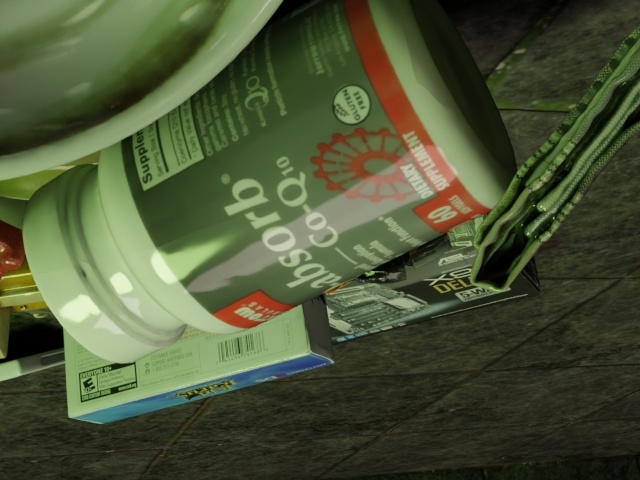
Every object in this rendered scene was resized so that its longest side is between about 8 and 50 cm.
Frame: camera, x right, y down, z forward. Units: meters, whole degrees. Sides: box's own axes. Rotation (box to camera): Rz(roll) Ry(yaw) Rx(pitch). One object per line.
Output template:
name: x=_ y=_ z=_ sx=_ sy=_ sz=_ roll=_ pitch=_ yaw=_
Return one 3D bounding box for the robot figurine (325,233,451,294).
robot figurine: x=0.000 y=0.000 z=1.235 sx=0.291 sy=0.085 sz=0.211 roll=-17 pitch=-159 yaw=3

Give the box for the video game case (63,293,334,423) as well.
video game case: x=-0.130 y=0.030 z=1.134 sx=0.269 sy=0.244 sz=0.061 roll=-17 pitch=158 yaw=22

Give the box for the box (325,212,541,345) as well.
box: x=0.101 y=0.040 z=1.476 sx=0.307 sy=0.076 sz=0.242 roll=-15 pitch=158 yaw=19

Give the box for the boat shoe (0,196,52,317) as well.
boat shoe: x=-0.320 y=0.020 z=1.228 sx=0.091 sy=0.109 sz=0.305 roll=-17 pitch=162 yaw=9

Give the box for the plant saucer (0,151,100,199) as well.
plant saucer: x=-0.228 y=-0.101 z=1.049 sx=0.241 sy=0.037 sz=0.241 roll=-8 pitch=158 yaw=-3

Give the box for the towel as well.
towel: x=0.218 y=-0.114 z=0.815 sx=0.312 sy=0.056 sz=0.324 roll=-52 pitch=173 yaw=16

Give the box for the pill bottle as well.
pill bottle: x=-0.045 y=-0.049 z=0.938 sx=0.363 sy=0.210 sz=0.210 roll=-27 pitch=153 yaw=19

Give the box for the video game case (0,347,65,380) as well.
video game case: x=-0.462 y=0.187 z=1.633 sx=0.227 sy=0.026 sz=0.206 roll=-16 pitch=177 yaw=18

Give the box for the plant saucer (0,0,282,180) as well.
plant saucer: x=-0.173 y=-0.209 z=0.581 sx=0.400 sy=0.100 sz=0.400 roll=-22 pitch=141 yaw=-20

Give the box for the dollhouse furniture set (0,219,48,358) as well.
dollhouse furniture set: x=-0.397 y=0.000 z=1.008 sx=0.374 sy=0.152 sz=0.201 roll=-8 pitch=142 yaw=5
